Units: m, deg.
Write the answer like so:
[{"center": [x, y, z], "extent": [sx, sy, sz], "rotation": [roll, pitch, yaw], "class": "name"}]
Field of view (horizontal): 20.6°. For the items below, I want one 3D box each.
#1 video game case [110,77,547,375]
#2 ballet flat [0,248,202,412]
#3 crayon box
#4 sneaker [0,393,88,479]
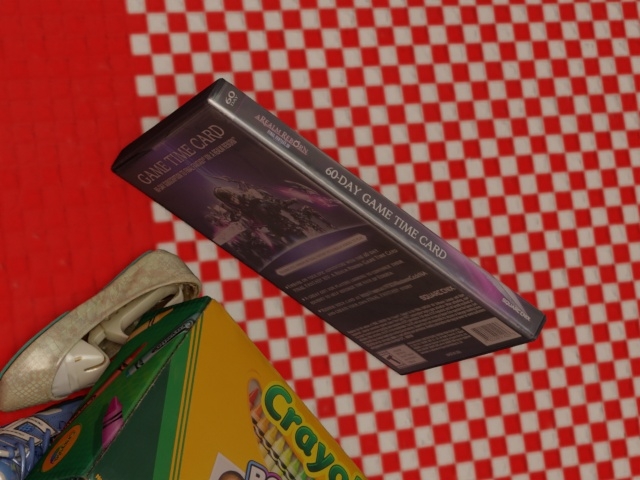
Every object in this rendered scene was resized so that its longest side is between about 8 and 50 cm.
[{"center": [0.000, 0.000, 1.220], "extent": [0.274, 0.196, 0.026], "rotation": [37, 66, -14], "class": "video game case"}, {"center": [-0.150, 0.066, 1.213], "extent": [0.052, 0.057, 0.168], "rotation": [34, 62, 28], "class": "ballet flat"}, {"center": [-0.052, 0.195, 1.177], "extent": [0.278, 0.081, 0.165], "rotation": [51, 49, -21], "class": "crayon box"}, {"center": [-0.196, 0.159, 1.169], "extent": [0.211, 0.081, 0.080], "rotation": [-25, 90, -27], "class": "sneaker"}]
